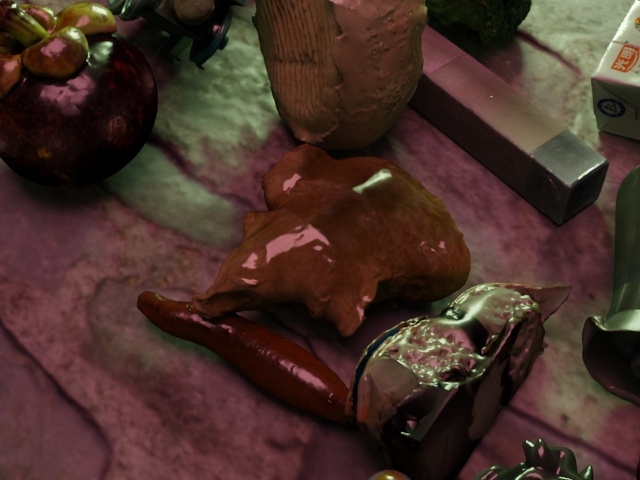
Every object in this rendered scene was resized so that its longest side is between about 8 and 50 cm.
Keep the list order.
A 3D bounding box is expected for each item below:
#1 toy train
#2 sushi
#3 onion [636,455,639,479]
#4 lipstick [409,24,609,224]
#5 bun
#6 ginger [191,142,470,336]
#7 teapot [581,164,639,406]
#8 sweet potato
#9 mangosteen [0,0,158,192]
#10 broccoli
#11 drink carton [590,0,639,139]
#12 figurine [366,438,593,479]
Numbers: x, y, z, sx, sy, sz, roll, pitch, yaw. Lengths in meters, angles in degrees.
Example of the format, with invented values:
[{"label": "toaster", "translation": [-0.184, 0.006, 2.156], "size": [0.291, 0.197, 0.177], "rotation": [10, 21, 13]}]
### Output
[{"label": "toy train", "translation": [-0.143, -0.307, 1.273], "size": [0.120, 0.298, 0.194], "rotation": [32, 92, -21]}, {"label": "sushi", "translation": [0.123, 0.104, 1.041], "size": [0.109, 0.134, 0.273], "rotation": [26, 55, 26]}, {"label": "onion", "translation": [0.396, 0.248, 0.922], "size": [0.348, 0.159, 0.267], "rotation": [15, 42, -34]}, {"label": "lipstick", "translation": [0.183, -0.145, 1.281], "size": [0.068, 0.066, 0.317], "rotation": [-33, 58, -24]}, {"label": "bun", "translation": [0.032, -0.226, 1.230], "size": [0.152, 0.259, 0.259], "rotation": [-13, 52, -23]}, {"label": "ginger", "translation": [0.000, 0.000, 1.105], "size": [0.270, 0.123, 0.219], "rotation": [-10, 57, -31]}, {"label": "teapot", "translation": [0.360, 0.047, 1.083], "size": [0.203, 0.171, 0.225], "rotation": [35, 60, -12]}, {"label": "sweet potato", "translation": [-0.062, 0.109, 1.079], "size": [0.264, 0.057, 0.057], "rotation": [27, 55, 20]}, {"label": "mangosteen", "translation": [-0.277, -0.167, 1.194], "size": [0.192, 0.217, 0.192], "rotation": [-8, 48, 9]}, {"label": "broccoli", "translation": [0.153, -0.360, 1.375], "size": [0.241, 0.261, 0.269], "rotation": [-15, 86, 17]}, {"label": "drink carton", "translation": [0.465, -0.159, 1.225], "size": [0.315, 0.107, 0.131], "rotation": [21, 64, 30]}, {"label": "figurine", "translation": [0.079, 0.292, 0.847], "size": [0.381, 0.186, 0.261], "rotation": [-21, 59, -16]}]
